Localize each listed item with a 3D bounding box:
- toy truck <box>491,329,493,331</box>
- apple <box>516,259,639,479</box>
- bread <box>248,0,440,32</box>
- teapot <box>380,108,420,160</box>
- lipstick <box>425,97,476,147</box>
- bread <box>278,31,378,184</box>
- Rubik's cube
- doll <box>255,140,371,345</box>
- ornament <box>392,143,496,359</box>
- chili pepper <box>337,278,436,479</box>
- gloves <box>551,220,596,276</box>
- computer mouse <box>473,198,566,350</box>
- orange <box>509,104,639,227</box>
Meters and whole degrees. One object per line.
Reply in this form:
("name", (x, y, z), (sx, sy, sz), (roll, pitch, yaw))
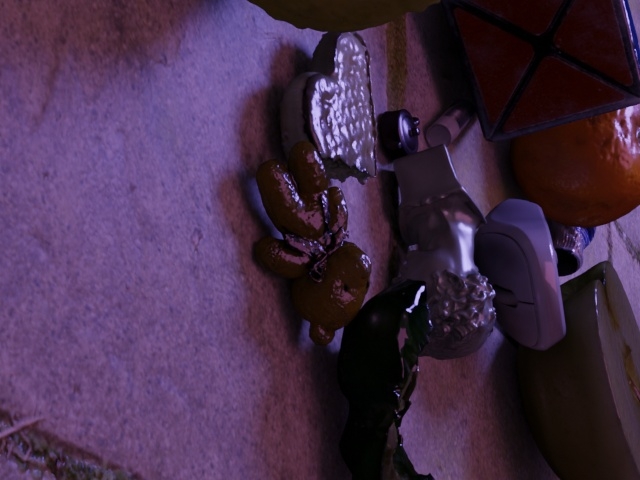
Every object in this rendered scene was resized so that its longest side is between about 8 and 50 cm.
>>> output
("toy truck", (0.207, 0.109, 1.789), (0.083, 0.049, 0.054), (28, 58, -56))
("apple", (0.447, 0.217, 1.973), (0.311, 0.320, 0.360), (-26, 101, -22))
("bread", (0.026, -0.412, 1.321), (0.308, 0.348, 0.348), (-69, 141, -61))
("teapot", (0.111, -0.142, 1.691), (0.100, 0.045, 0.068), (-52, 128, -55))
("lipstick", (0.192, -0.172, 1.868), (0.141, 0.040, 0.040), (-44, 120, -58))
("bread", (0.016, -0.141, 1.485), (0.172, 0.064, 0.232), (62, 33, -31))
("Rubik's cube", (0.337, -0.320, 1.928), (0.260, 0.255, 0.259), (-60, 135, -66))
("doll", (0.000, 0.000, 1.363), (0.137, 0.097, 0.209), (-45, 123, -40))
("ornament", (0.159, 0.015, 1.642), (0.120, 0.130, 0.285), (54, 34, -63))
("chili pepper", (0.066, 0.174, 1.423), (0.148, 0.116, 0.264), (-4, 96, -65))
("gloves", (0.441, -0.031, 2.266), (0.119, 0.097, 0.229), (96, 3, -47))
("computer mouse", (0.279, 0.041, 1.839), (0.297, 0.121, 0.184), (-76, 158, -68))
("orange", (0.441, -0.150, 2.123), (0.261, 0.261, 0.261), (31, 54, -56))
